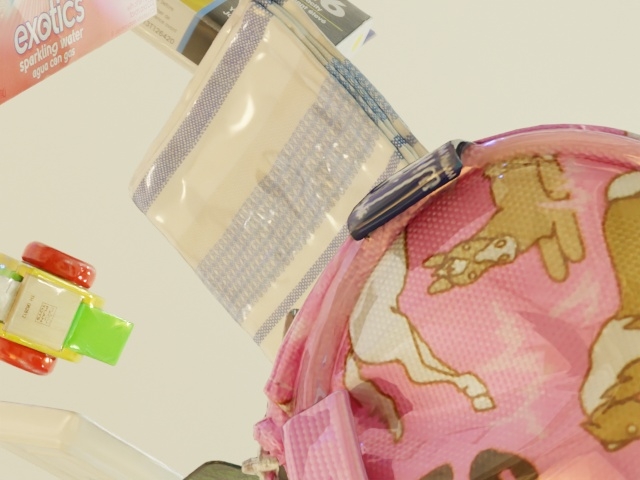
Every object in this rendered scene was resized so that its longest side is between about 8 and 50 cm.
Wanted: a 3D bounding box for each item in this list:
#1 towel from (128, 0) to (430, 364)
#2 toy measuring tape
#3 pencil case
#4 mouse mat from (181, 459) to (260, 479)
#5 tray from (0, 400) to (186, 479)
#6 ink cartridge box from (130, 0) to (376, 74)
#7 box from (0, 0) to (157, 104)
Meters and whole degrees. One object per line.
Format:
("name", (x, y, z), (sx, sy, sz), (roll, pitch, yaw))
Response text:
("towel", (0.000, 0.000, 0.944), (0.285, 0.209, 0.034), (49, -142, 16))
("toy measuring tape", (-0.283, 0.041, 1.257), (0.330, 0.121, 0.121), (31, -133, -54))
("pencil case", (0.095, 0.079, 0.552), (0.167, 0.386, 0.160), (33, -93, 17))
("mouse mat", (-0.043, 0.228, 1.213), (0.189, 0.152, 0.007), (19, -128, -25))
("tray", (-0.195, 0.208, 1.330), (0.270, 0.145, 0.030), (43, -124, -49))
("ink cartridge box", (-0.102, -0.269, 1.487), (0.303, 0.072, 0.307), (34, -146, 4))
("box", (-0.231, -0.168, 0.883), (0.154, 0.142, 0.300), (5, -156, 20))
